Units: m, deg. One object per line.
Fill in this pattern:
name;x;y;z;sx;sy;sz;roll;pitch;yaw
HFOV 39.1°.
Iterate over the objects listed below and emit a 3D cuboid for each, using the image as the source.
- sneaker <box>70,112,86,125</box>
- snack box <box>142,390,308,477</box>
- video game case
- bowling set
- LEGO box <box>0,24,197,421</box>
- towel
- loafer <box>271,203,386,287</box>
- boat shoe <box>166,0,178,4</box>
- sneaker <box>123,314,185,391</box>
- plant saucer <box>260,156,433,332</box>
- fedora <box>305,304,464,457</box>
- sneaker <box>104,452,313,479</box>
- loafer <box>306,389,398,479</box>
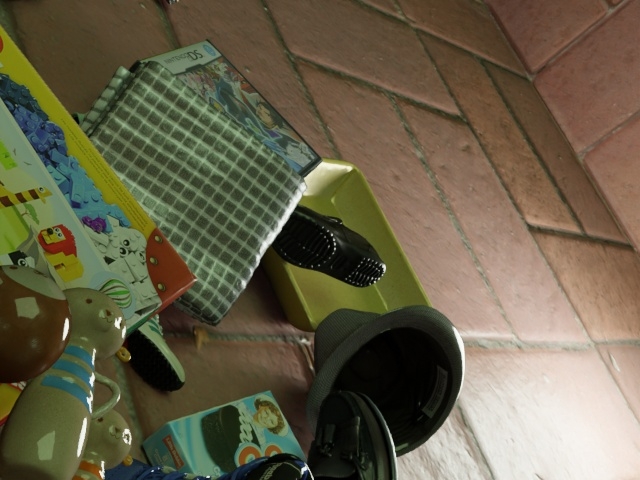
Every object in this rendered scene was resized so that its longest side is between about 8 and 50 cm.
sneaker;-0.266;-0.147;1.255;0.151;0.094;0.256;46;33;-19
snack box;-0.056;0.341;1.038;0.187;0.060;0.322;-6;61;-56
video game case;-0.133;-0.181;1.360;0.275;0.035;0.248;46;25;-2
bowling set;-0.174;0.053;0.491;0.287;0.200;0.154;41;33;-26
LEGO box;-0.391;-0.055;0.670;0.500;0.193;0.372;52;32;-2
towel;-0.183;-0.060;1.131;0.283;0.121;0.235;37;75;-21
loafer;0.000;0.000;1.323;0.220;0.080;0.078;32;26;-37
boat shoe;-0.308;-0.475;1.617;0.043;0.049;0.137;-39;92;-17
sneaker;-0.210;0.107;1.096;0.161;0.057;0.075;47;36;1
plant saucer;0.005;0.013;1.454;0.332;0.081;0.333;2;55;-50
fedora;0.072;0.178;1.257;0.275;0.244;0.124;43;0;-39
sneaker;-0.096;0.263;0.867;0.315;0.182;0.127;28;25;17
loafer;0.027;0.297;1.039;0.095;0.109;0.302;26;40;-32
